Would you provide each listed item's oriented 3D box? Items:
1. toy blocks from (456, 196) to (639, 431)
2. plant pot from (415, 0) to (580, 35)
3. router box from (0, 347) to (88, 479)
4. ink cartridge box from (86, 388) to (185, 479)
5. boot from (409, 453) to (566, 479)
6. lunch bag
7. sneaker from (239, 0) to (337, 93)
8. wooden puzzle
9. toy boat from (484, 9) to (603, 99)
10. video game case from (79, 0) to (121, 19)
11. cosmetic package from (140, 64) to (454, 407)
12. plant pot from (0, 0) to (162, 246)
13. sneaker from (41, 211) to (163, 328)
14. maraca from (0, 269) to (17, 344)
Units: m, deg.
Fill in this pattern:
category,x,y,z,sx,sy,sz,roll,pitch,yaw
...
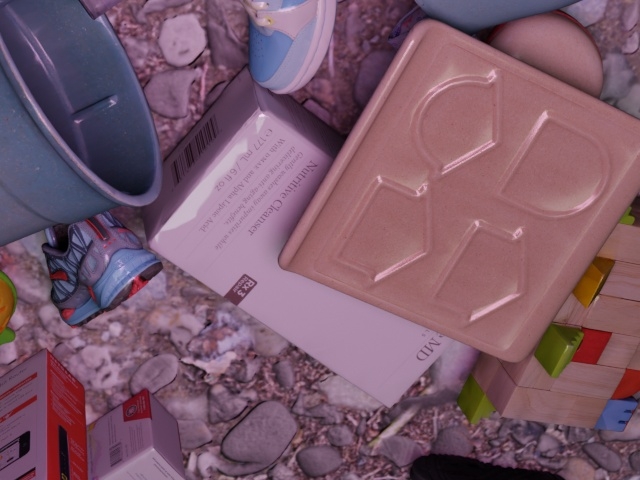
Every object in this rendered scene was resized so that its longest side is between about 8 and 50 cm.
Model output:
category,x,y,z,sx,sy,sz,roll,pitch,yaw
toy blocks,0.372,0.094,1.975,0.261,0.191,0.381,11,116,-28
plant pot,0.206,-0.351,1.651,0.255,0.271,0.271,-32,120,25
router box,-0.432,0.318,1.869,0.335,0.301,0.082,-33,118,9
ink cartridge box,-0.265,0.287,1.980,0.175,0.127,0.072,-33,121,10
boot,0.210,0.407,2.144,0.246,0.094,0.207,11,112,-22
lunch bag,0.129,-0.234,1.808,0.083,0.053,0.071,-38,117,21
sneaker,-0.087,-0.292,1.651,0.208,0.127,0.319,-14,127,-33
wooden puzzle,0.165,-0.053,1.727,0.348,0.080,0.322,21,113,-23
toy boat,0.218,-0.165,1.803,0.151,0.151,0.231,28,111,-18
video game case,-0.182,-0.389,1.652,0.274,0.026,0.196,-36,119,-5
cosmetic package,0.000,0.000,1.853,0.385,0.156,0.217,34,106,-23
plant pot,-0.394,-0.117,1.642,0.334,0.341,0.341,-27,120,14
sneaker,-0.263,0.016,1.799,0.104,0.262,0.125,-39,96,-26
maraca,-0.422,0.088,1.866,0.127,0.099,0.185,-10,142,-11
